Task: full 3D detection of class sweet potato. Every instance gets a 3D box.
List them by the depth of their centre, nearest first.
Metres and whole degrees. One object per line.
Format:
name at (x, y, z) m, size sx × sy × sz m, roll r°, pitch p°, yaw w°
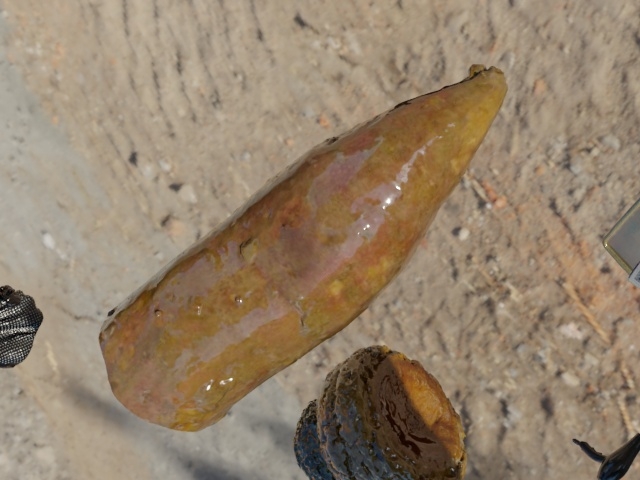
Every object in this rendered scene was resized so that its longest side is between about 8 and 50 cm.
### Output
sweet potato at (0.001, 0.002, 0.630) m, size 0.131 × 0.337 × 0.131 m, roll 51°, pitch -172°, yaw -11°

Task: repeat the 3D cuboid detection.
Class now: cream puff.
cream puff at (0.049, 0.227, 0.984) m, size 0.169 × 0.183 × 0.183 m, roll -39°, pitch 89°, yaw 31°

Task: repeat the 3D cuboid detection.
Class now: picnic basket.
picnic basket at (0.658, -0.028, 1.629) m, size 0.165 × 0.139 × 0.266 m, roll 52°, pitch 155°, yaw 19°

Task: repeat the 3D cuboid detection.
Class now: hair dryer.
hair dryer at (0.360, 0.263, 1.128) m, size 0.083 × 0.079 × 0.031 m, roll 32°, pitch 162°, yaw 48°

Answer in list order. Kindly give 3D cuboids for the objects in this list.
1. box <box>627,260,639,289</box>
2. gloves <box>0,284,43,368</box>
box at (0.497, 0.096, 1.156) m, size 0.207 × 0.050 × 0.041 m, roll 43°, pitch 116°, yaw 36°
gloves at (-0.527, 0.118, 1.377) m, size 0.106 × 0.129 × 0.181 m, roll 35°, pitch 174°, yaw 41°
